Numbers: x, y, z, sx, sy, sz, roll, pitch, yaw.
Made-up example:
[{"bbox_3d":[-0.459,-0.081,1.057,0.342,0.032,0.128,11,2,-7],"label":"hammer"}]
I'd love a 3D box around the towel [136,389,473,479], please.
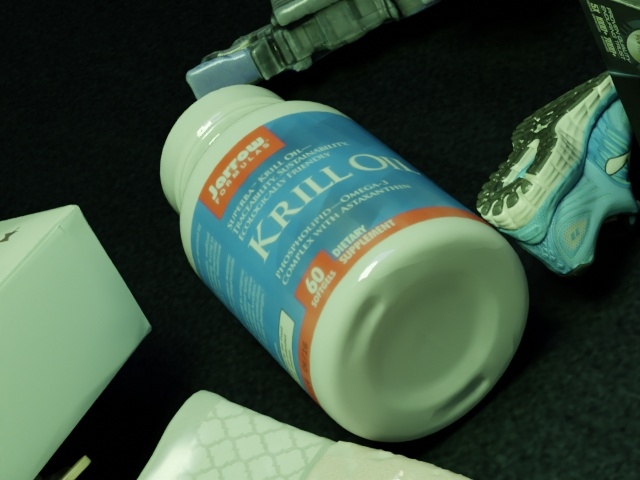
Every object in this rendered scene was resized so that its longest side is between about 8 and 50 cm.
[{"bbox_3d":[-0.028,0.232,0.718,0.317,0.053,0.332,15,59,41],"label":"towel"}]

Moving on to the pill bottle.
[{"bbox_3d":[0.000,0.000,0.876,0.124,0.124,0.221,-39,41,-9],"label":"pill bottle"}]

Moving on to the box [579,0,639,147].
[{"bbox_3d":[0.234,-0.123,0.835,0.180,0.147,0.077,-44,41,-15],"label":"box"}]

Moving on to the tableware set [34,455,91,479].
[{"bbox_3d":[-0.187,0.195,0.844,0.194,0.039,0.128,-46,7,-23],"label":"tableware set"}]

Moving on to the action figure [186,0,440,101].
[{"bbox_3d":[0.033,-0.241,1.065,0.341,0.178,0.330,-29,31,1],"label":"action figure"}]

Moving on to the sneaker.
[{"bbox_3d":[0.139,-0.034,0.878,0.063,0.073,0.162,-29,15,42],"label":"sneaker"}]

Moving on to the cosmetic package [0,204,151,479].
[{"bbox_3d":[-0.313,0.122,0.884,0.377,0.097,0.284,-11,31,36],"label":"cosmetic package"}]
